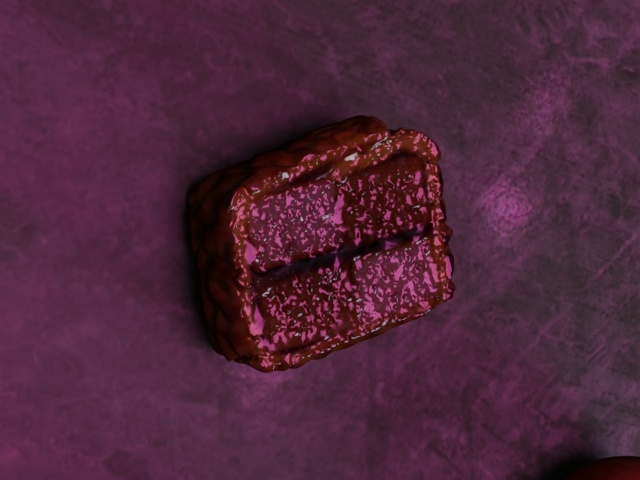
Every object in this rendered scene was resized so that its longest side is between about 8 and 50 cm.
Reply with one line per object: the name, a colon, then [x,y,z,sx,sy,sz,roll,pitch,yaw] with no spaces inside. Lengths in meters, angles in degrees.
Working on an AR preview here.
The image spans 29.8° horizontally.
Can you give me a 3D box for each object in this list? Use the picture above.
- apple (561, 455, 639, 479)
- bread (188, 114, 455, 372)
apple: [0.299,0.314,1.173,0.209,0.164,0.209,-1,93,-33]
bread: [0.000,0.000,0.992,0.222,0.096,0.181,-20,105,-28]
